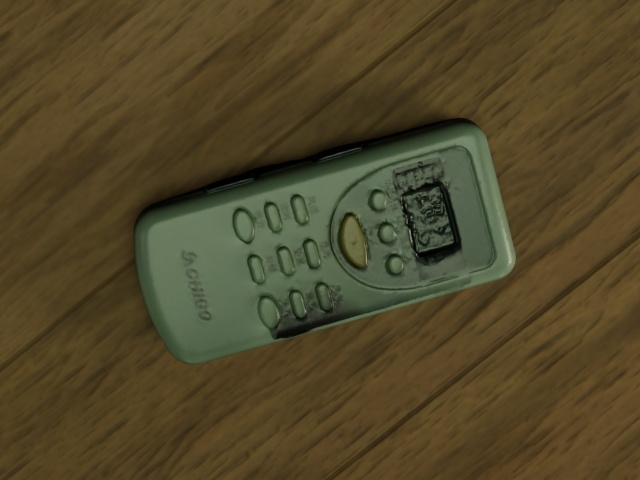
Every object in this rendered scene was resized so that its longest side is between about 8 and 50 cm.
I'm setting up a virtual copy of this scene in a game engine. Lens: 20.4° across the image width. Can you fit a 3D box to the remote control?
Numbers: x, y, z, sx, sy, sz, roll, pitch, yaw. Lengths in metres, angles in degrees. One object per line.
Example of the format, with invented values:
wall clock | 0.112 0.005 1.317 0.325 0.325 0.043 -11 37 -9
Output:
remote control | 0.000 0.000 1.415 0.296 0.056 0.140 -15 103 -1
